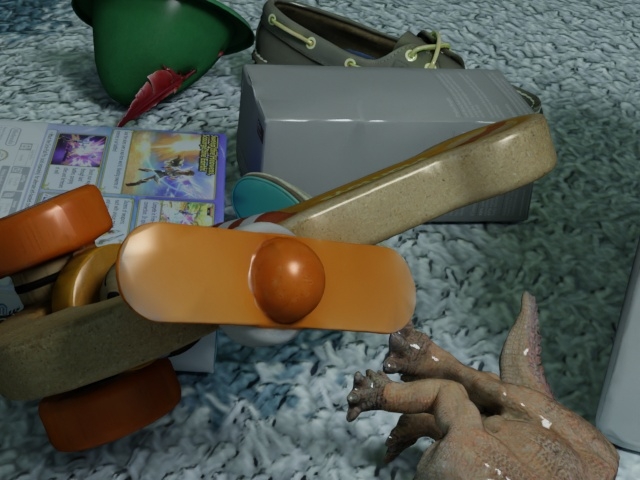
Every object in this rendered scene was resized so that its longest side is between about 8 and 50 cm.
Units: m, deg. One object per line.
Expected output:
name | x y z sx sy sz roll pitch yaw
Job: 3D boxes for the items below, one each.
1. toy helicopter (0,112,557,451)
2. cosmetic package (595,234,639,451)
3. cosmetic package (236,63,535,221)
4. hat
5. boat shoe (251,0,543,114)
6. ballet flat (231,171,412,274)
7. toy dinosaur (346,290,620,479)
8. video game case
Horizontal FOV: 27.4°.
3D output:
toy helicopter | -0.017 0.000 0.732 0.355 0.140 0.235 -23 6 -17
cosmetic package | 0.403 -0.055 0.890 0.329 0.328 0.394 15 30 14
cosmetic package | 0.053 -0.083 1.111 0.237 0.107 0.127 -2 29 -9
hat | -0.168 -0.131 1.235 0.173 0.184 0.208 -1 -15 36
boat shoe | 0.072 -0.157 1.259 0.305 0.091 0.109 17 30 20
ballet flat | 0.000 0.000 1.008 0.168 0.057 0.052 35 17 33
toy dinosaur | 0.113 0.136 0.695 0.200 0.127 0.295 15 25 17
video game case | -0.192 -0.006 0.955 0.244 0.061 0.269 3 29 -4
